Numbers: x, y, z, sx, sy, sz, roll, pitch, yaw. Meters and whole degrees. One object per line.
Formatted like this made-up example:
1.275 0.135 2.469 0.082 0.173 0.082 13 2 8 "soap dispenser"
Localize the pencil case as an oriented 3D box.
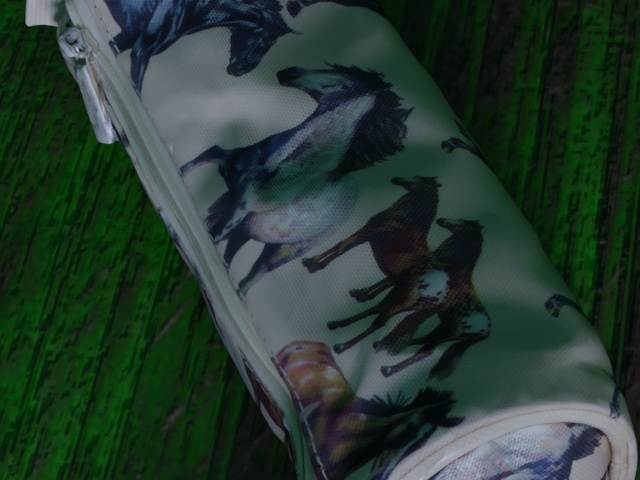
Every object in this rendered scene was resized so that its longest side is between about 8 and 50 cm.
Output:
0.000 0.000 0.932 0.183 0.160 0.410 -15 53 -20 "pencil case"
